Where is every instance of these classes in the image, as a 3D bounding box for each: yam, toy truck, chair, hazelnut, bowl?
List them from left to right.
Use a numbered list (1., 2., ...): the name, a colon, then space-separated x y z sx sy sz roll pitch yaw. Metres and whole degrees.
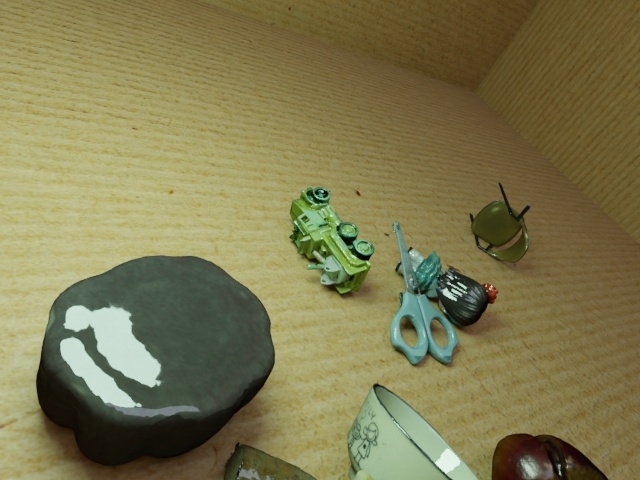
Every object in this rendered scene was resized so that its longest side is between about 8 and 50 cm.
1. yam: -0.070 0.341 0.615 0.127 0.084 0.084 30 36 -10
2. toy truck: 0.001 -0.003 1.035 0.135 0.128 0.260 -12 54 -27
3. bowl: 0.129 0.345 0.670 0.237 0.126 0.238 42 -2 1
4. chair: 0.603 -0.049 1.497 0.172 0.159 0.247 37 35 3
5. hazelnut: 0.400 0.434 0.784 0.203 0.178 0.178 5 40 -2

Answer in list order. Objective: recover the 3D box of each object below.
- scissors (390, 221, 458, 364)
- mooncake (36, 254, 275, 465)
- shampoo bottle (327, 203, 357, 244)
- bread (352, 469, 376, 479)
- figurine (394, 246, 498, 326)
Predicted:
1. scissors: 0.215 0.112 1.058 0.191 0.029 0.361 6 58 -29
2. mooncake: -0.228 0.160 0.644 0.305 0.154 0.306 21 37 -17
3. shampoo bottle: 0.037 -0.039 1.155 0.212 0.049 0.072 56 10 28
4. bread: 0.047 0.399 0.549 0.139 0.178 0.060 36 3 11
5. figurine: 0.314 0.107 1.132 0.245 0.138 0.110 37 -8 14
